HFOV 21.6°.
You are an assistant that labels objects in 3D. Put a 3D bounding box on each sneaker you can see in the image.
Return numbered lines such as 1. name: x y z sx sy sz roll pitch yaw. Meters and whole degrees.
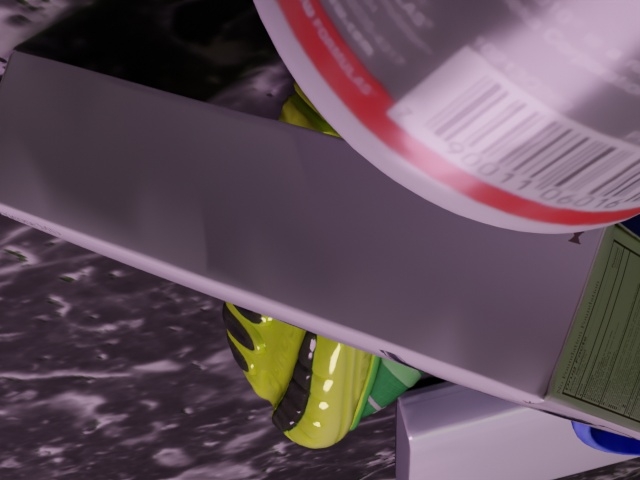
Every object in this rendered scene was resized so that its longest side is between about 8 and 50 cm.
1. sneaker: 0.045 -0.019 0.698 0.123 0.109 0.295 -29 165 -31

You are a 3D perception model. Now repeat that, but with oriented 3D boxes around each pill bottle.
1. pill bottle: 0.110 -0.126 0.359 0.161 0.161 0.283 0 157 -32

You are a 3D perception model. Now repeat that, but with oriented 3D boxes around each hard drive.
1. hard drive: 0.203 0.112 1.144 0.307 0.040 0.203 -14 157 -3

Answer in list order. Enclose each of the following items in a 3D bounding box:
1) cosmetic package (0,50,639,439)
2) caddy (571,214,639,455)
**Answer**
1. cosmetic package: 0.000 0.000 0.562 0.239 0.060 0.099 18 175 34
2. caddy: 0.252 0.024 0.797 0.241 0.179 0.341 -32 152 33
